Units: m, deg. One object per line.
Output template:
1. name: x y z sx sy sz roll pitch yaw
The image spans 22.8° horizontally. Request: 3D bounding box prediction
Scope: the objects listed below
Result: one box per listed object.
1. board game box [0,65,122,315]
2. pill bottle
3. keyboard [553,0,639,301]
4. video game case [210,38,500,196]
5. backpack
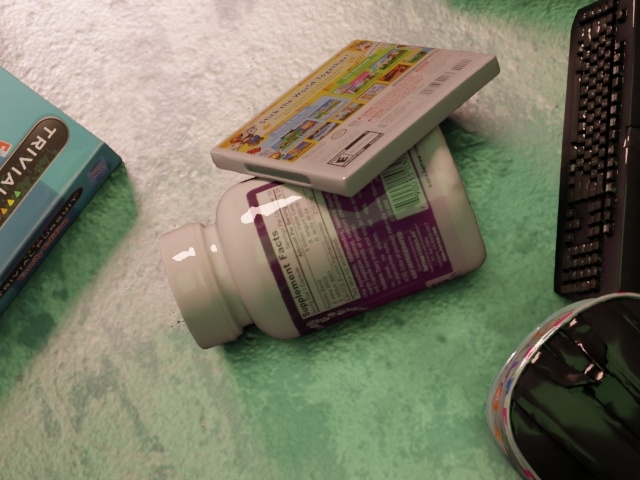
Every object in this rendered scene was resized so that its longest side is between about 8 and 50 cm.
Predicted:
1. board game box: -0.426 -0.091 1.708 0.336 0.079 0.253 36 85 13
2. pill bottle: 0.000 0.000 1.586 0.302 0.169 0.169 -21 76 3
3. keyboard: 0.300 -0.099 1.567 0.033 0.201 0.317 11 77 -31
4. video game case: 0.033 -0.127 1.577 0.227 0.026 0.206 -41 34 -28
5. backpack: 0.287 0.176 1.491 0.253 0.191 0.225 45 85 -4
